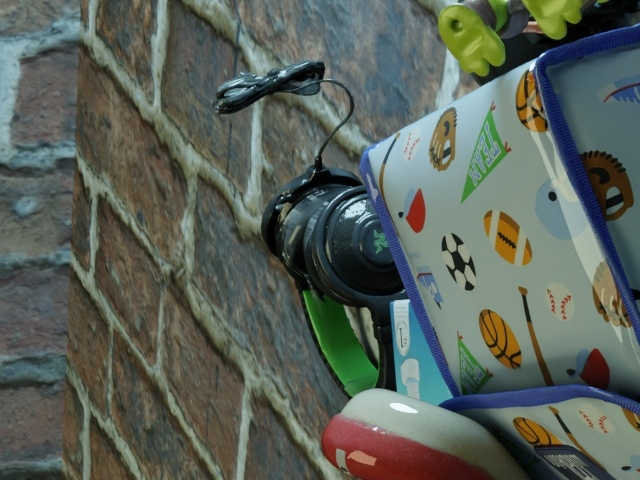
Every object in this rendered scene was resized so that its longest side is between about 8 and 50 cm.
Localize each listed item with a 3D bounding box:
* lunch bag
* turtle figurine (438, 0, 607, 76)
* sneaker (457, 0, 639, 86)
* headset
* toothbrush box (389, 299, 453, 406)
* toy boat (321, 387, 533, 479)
[{"bbox_3d":[0.224,0.050,1.453,0.328,0.239,0.385,-21,90,67],"label":"lunch bag"},{"bbox_3d":[0.191,-0.193,1.408,0.270,0.217,0.087,-10,101,31],"label":"turtle figurine"},{"bbox_3d":[0.211,-0.221,1.573,0.340,0.125,0.139,109,145,-48],"label":"sneaker"},{"bbox_3d":[0.000,0.000,2.050,0.243,0.185,0.394,-152,50,-65],"label":"headset"},{"bbox_3d":[0.171,0.194,1.730,0.216,0.126,0.295,168,99,-67],"label":"toothbrush box"},{"bbox_3d":[0.083,0.225,1.500,0.151,0.231,0.151,12,60,53],"label":"toy boat"}]
